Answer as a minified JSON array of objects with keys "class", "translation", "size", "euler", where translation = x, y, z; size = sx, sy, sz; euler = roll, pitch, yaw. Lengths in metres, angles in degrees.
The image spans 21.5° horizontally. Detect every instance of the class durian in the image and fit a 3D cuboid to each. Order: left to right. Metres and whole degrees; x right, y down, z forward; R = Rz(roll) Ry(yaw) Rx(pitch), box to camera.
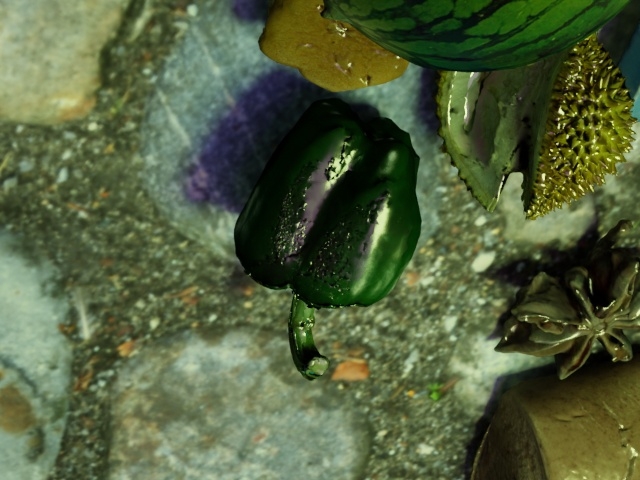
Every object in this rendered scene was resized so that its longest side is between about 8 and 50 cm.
[{"class":"durian","translation":[0.219,-0.141,1.556],"size":[0.138,0.193,0.237],"euler":[-20,160,-35]}]

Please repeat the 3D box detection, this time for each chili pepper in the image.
[{"class":"chili pepper","translation":[0.000,0.000,1.590],"size":[0.165,0.174,0.261],"euler":[19,111,-19]}]

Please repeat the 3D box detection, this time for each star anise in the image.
[{"class":"star anise","translation":[0.288,0.059,1.780],"size":[0.209,0.089,0.231],"euler":[9,130,-37]}]

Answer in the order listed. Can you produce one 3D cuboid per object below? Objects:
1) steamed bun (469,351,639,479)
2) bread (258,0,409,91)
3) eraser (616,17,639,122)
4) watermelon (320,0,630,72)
[{"class":"steamed bun","translation":[0.312,0.292,1.896],"size":[0.251,0.199,0.301],"euler":[-7,127,-12]},{"class":"bread","translation":[0.022,-0.195,1.488],"size":[0.140,0.069,0.128],"euler":[20,138,-15]},{"class":"eraser","translation":[0.367,-0.234,1.538],"size":[0.144,0.042,0.312],"euler":[-17,148,-24]},{"class":"watermelon","translation":[0.123,-0.305,1.287],"size":[0.363,0.363,0.363],"euler":[-8,129,-11]}]
